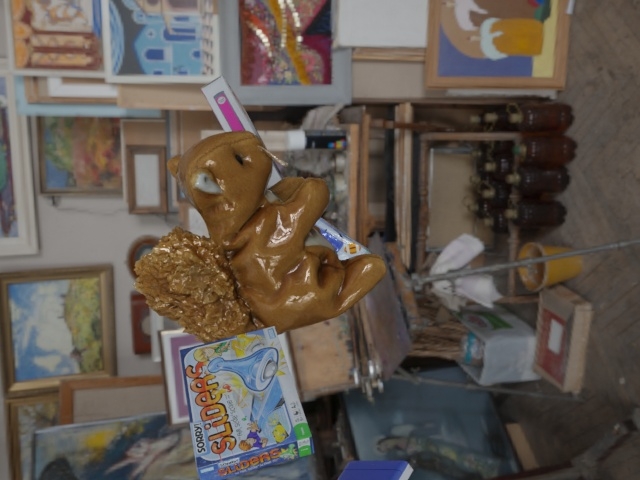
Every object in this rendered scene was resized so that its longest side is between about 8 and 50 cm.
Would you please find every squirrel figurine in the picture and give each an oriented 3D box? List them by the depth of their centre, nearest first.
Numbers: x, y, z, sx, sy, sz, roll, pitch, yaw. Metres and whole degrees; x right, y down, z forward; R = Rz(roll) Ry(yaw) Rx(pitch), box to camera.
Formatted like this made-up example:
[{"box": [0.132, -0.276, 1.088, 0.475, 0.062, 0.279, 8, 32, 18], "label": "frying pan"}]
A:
[{"box": [-0.155, 0.010, 1.166, 0.370, 0.397, 0.281, 51, 175, -33], "label": "squirrel figurine"}]

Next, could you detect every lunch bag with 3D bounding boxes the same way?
[{"box": [0.000, 0.000, 1.711, 0.115, 0.303, 0.243, -56, -15, -1], "label": "lunch bag"}]

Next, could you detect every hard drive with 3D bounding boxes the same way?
[{"box": [0.062, 0.646, 1.492, 0.210, 0.318, 0.040, -22, 107, 47], "label": "hard drive"}]

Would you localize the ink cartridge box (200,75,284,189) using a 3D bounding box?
[{"box": [-0.136, -0.178, 1.425, 0.370, 0.069, 0.176, 58, -179, 19], "label": "ink cartridge box"}]

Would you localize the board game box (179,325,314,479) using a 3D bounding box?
[{"box": [-0.100, 0.200, 0.814, 0.201, 0.136, 0.035, -118, 18, -53], "label": "board game box"}]
